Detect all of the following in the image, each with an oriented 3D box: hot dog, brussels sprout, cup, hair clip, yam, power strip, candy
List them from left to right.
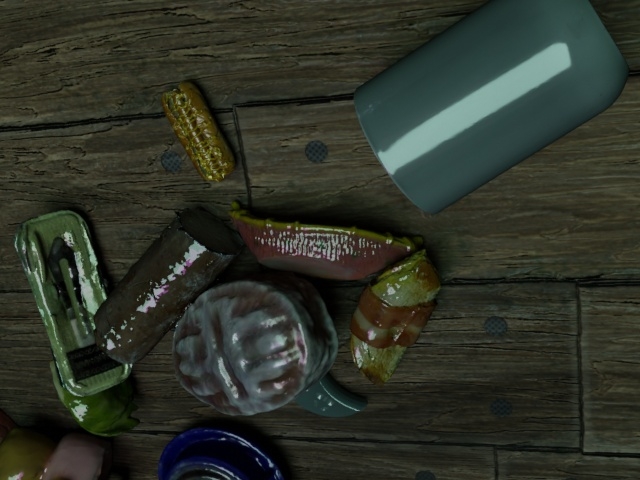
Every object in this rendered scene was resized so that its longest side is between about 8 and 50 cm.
[{"bbox_3d":[-0.436,0.107,1.387,0.091,0.138,0.321,-2,104,59],"label":"hair clip"},{"bbox_3d":[-0.414,0.277,1.448,0.101,0.139,0.181,-26,100,16],"label":"brussels sprout"},{"bbox_3d":[-0.260,0.072,1.306,0.131,0.131,0.279,43,107,-4],"label":"yam"},{"bbox_3d":[-0.191,-0.167,1.246,0.071,0.045,0.165,-22,104,21],"label":"hot dog"},{"bbox_3d":[-0.105,0.162,1.260,0.290,0.157,0.214,-21,90,36],"label":"candy"},{"bbox_3d":[-0.012,0.209,1.354,0.137,0.044,0.215,-16,107,22],"label":"power strip"},{"bbox_3d":[0.110,0.110,1.246,0.123,0.093,0.261,10,121,-31],"label":"hot dog"},{"bbox_3d":[0.223,-0.193,1.029,0.312,0.205,0.205,-31,101,24],"label":"cup"}]

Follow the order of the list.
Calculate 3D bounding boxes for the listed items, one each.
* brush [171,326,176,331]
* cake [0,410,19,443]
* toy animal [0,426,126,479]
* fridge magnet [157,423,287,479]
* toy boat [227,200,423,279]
[{"bbox_3d":[-0.216,0.160,1.396,0.299,0.039,0.042,16,115,8],"label":"brush"},{"bbox_3d":[-0.666,0.423,1.607,0.109,0.090,0.225,-41,99,20],"label":"cake"},{"bbox_3d":[-0.520,0.451,1.525,0.281,0.195,0.168,4,83,-1],"label":"toy animal"},{"bbox_3d":[-0.185,0.466,1.472,0.266,0.112,0.265,6,110,16],"label":"fridge magnet"},{"bbox_3d":[-0.003,0.005,1.242,0.318,0.099,0.141,10,156,11],"label":"toy boat"}]
